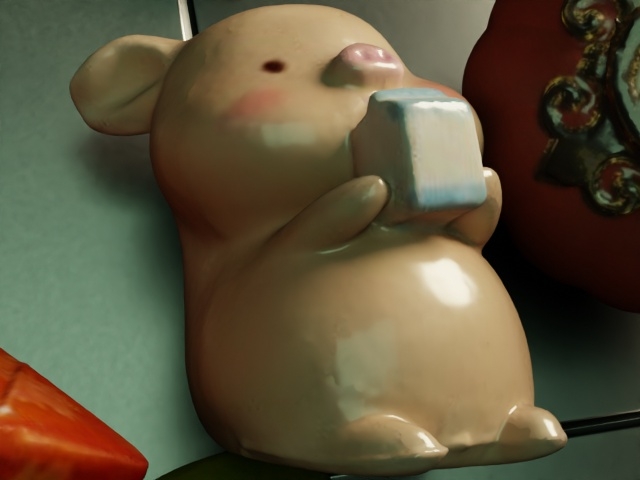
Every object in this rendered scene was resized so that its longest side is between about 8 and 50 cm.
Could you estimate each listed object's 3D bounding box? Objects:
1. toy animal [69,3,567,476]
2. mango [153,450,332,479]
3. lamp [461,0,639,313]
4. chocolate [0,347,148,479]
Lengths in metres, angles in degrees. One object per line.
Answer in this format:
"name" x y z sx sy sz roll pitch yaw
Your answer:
"toy animal" 0.000 -0.004 0.683 0.195 0.213 0.256 1 77 -30
"mango" -0.065 0.184 0.648 0.137 0.091 0.237 16 34 -1
"lamp" 0.191 -0.071 0.749 0.227 0.227 0.226 3 73 -10
"chocolate" -0.238 0.126 0.591 0.235 0.108 0.237 32 84 27
